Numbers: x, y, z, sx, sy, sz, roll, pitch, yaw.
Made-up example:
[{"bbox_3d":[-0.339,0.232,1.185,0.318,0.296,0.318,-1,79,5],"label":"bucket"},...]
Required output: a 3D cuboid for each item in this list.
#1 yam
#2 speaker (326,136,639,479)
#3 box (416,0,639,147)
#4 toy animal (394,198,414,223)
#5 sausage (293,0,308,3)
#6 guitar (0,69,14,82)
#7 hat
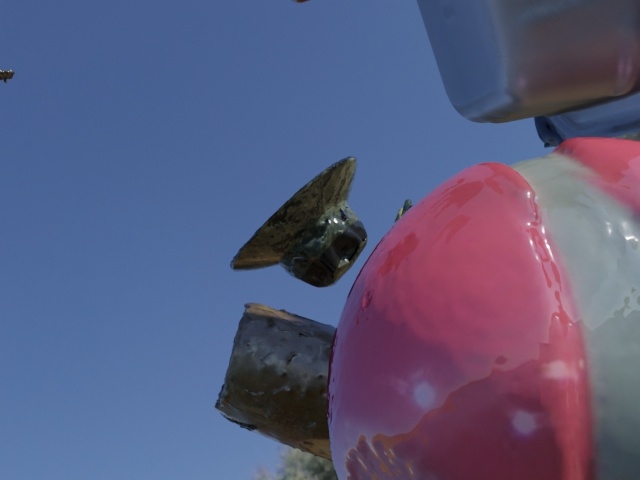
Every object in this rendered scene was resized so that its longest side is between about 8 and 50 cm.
[{"bbox_3d":[0.017,0.143,0.757,0.128,0.238,0.129,-41,-32,-68],"label":"yam"},{"bbox_3d":[0.157,0.086,0.466,0.294,0.294,0.294,-15,-34,-11],"label":"speaker"},{"bbox_3d":[0.128,-0.221,0.593,0.106,0.336,0.264,-18,3,-5],"label":"box"},{"bbox_3d":[0.160,-0.006,0.988,0.136,0.073,0.181,10,-9,2],"label":"toy animal"},{"bbox_3d":[-0.002,-0.300,0.926,0.083,0.034,0.034,-11,-24,33],"label":"sausage"},{"bbox_3d":[-0.479,-0.189,1.018,0.088,0.025,0.233,-45,-4,34],"label":"guitar"},{"bbox_3d":[0.000,0.000,1.236,0.265,0.128,0.265,-43,-5,-4],"label":"hat"}]
